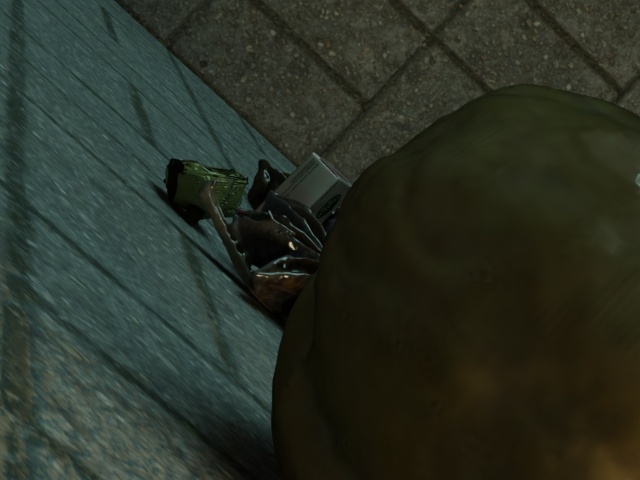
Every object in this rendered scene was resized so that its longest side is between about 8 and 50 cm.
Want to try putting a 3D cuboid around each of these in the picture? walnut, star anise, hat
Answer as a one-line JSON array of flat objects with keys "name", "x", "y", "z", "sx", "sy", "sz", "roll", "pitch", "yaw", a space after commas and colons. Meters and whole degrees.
[{"name": "walnut", "x": 0.154, "y": 0.100, "z": 0.993, "sx": 0.381, "sy": 0.381, "sz": 0.381, "roll": 43, "pitch": 4, "yaw": -4}, {"name": "star anise", "x": -0.004, "y": 0.030, "z": 1.580, "sx": 0.262, "sy": 0.081, "sz": 0.230, "roll": 23, "pitch": 37, "yaw": -10}, {"name": "hat", "x": -0.113, "y": -0.046, "z": 1.659, "sx": 0.076, "sy": 0.059, "sz": 0.077, "roll": 6, "pitch": 6, "yaw": -17}, {"name": "star anise", "x": -0.005, "y": -0.005, "z": 2.045, "sx": 0.220, "sy": 0.099, "sz": 0.214, "roll": 38, "pitch": -9, "yaw": -4}]

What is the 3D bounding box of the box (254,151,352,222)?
[{"name": "box", "x": -0.027, "y": -0.033, "z": 1.865, "sx": 0.043, "sy": 0.125, "sz": 0.089, "roll": 46, "pitch": 6, "yaw": 14}]
